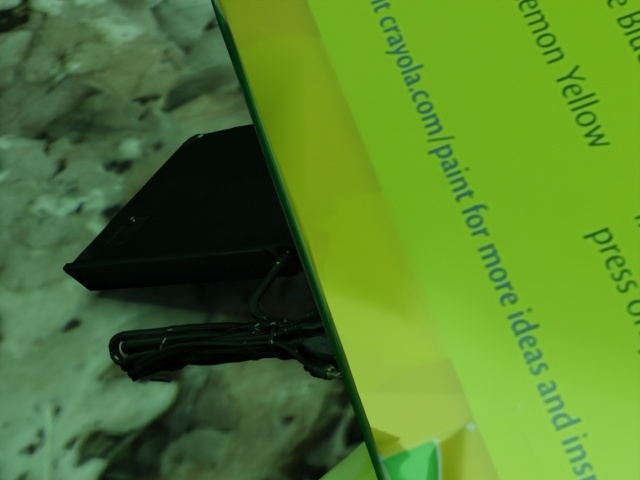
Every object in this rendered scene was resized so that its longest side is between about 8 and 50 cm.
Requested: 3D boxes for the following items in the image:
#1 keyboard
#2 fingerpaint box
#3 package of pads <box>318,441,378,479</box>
[{"bbox_3d":[0.000,0.000,0.793,0.317,0.033,0.201,-6,34,45],"label":"keyboard"},{"bbox_3d":[0.210,0.065,0.430,0.371,0.163,0.445,-20,54,-1],"label":"fingerpaint box"},{"bbox_3d":[0.107,0.133,0.639,0.296,0.101,0.229,-39,46,-18],"label":"package of pads"}]
